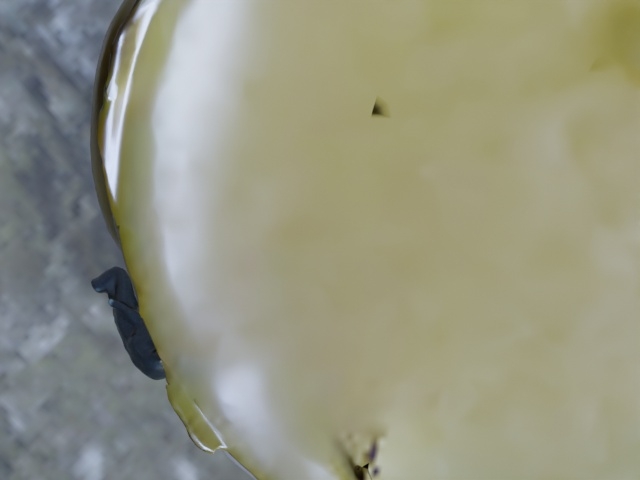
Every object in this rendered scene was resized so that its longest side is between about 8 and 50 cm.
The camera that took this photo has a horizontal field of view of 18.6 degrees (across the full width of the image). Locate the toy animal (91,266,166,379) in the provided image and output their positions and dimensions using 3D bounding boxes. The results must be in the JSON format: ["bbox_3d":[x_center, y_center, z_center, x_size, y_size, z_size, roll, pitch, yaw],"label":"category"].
[{"bbox_3d":[-0.097,0.052,1.839,0.245,0.146,0.114,-12,157,18],"label":"toy animal"}]

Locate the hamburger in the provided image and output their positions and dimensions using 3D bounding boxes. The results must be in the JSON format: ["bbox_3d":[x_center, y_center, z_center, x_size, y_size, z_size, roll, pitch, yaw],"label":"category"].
[{"bbox_3d":[0.062,-0.030,0.684,0.276,0.276,0.237,45,-173,-2],"label":"hamburger"}]
